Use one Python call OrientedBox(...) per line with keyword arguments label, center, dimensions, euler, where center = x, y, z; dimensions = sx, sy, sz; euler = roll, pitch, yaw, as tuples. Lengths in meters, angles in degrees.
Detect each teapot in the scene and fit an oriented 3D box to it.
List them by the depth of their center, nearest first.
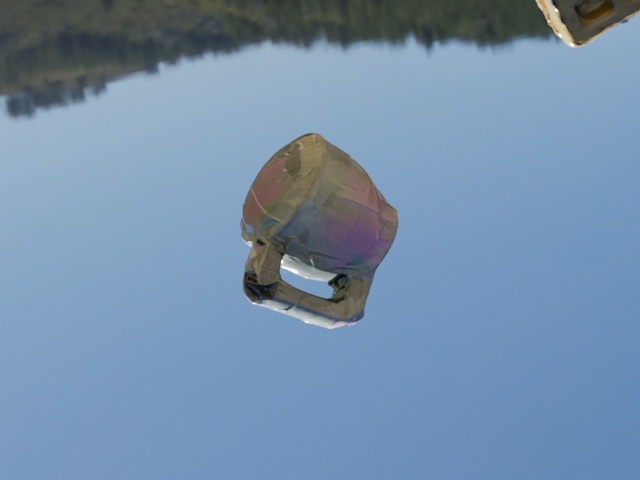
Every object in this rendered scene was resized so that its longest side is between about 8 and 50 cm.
OrientedBox(label="teapot", center=(0.009, -0.010, 1.823), dimensions=(0.163, 0.178, 0.221), euler=(-44, -152, 29))

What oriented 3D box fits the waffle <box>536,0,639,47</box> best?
OrientedBox(label="waffle", center=(0.362, -0.398, 1.519), dimensions=(0.376, 0.261, 0.114), euler=(-30, -142, 6))
